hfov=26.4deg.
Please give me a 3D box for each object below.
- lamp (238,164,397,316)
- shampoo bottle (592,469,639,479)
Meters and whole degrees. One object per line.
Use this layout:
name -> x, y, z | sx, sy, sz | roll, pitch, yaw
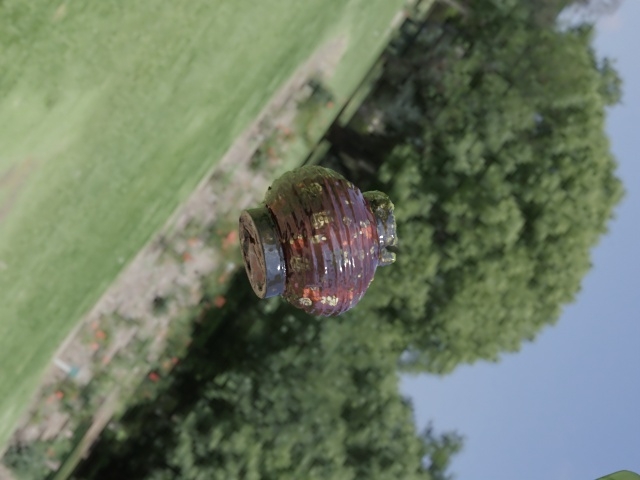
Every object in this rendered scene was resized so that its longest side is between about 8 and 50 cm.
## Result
lamp -> 0.000, 0.000, 2.063 | 0.247, 0.247, 0.247 | -55, -179, 2
shampoo bottle -> 0.314, 0.449, 1.895 | 0.350, 0.151, 0.222 | -19, -165, -10
